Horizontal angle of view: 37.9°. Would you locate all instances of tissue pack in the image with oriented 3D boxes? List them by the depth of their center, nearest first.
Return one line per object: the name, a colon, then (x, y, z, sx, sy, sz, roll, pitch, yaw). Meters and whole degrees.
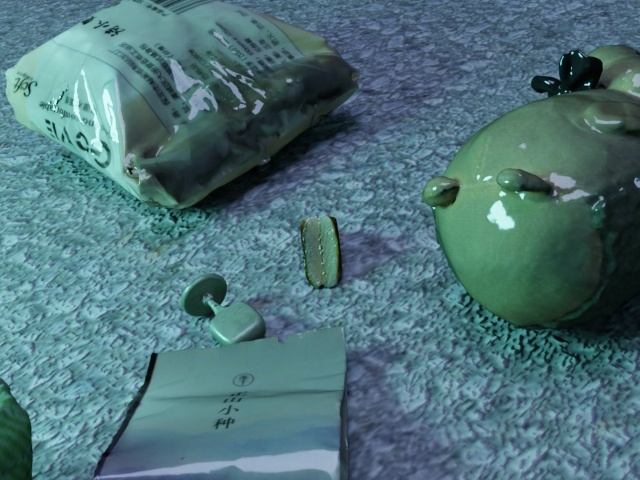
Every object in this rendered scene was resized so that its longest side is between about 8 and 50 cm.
tissue pack: (-0.194, -0.212, 1.284, 0.375, 0.195, 0.390, 29, 48, 34)

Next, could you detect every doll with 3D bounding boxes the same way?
doll: (0.267, -0.062, 0.906, 0.349, 0.247, 0.247, -20, 34, -30)

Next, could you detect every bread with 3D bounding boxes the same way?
bread: (0.000, 0.000, 1.034, 0.043, 0.062, 0.109, -7, 36, 2)

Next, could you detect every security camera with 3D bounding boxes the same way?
security camera: (-0.097, 0.080, 0.955, 0.058, 0.058, 0.092, -26, 49, -24)

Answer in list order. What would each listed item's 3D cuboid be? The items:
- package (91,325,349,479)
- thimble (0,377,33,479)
package: (-0.077, 0.165, 0.806, 0.203, 0.062, 0.251, -5, 26, 7)
thimble: (-0.326, 0.184, 0.700, 0.219, 0.150, 0.219, 4, 15, -1)
